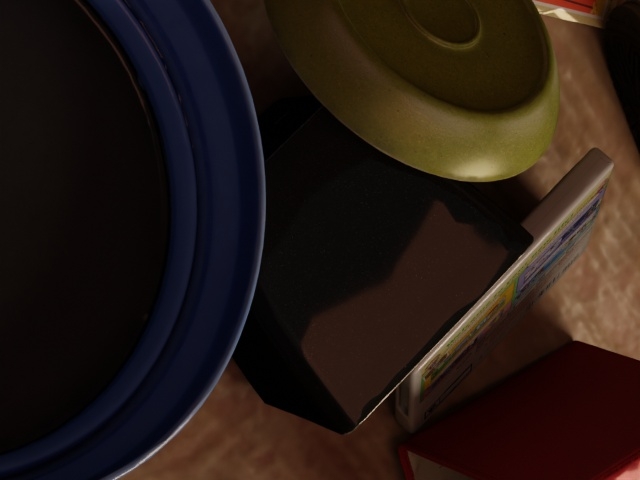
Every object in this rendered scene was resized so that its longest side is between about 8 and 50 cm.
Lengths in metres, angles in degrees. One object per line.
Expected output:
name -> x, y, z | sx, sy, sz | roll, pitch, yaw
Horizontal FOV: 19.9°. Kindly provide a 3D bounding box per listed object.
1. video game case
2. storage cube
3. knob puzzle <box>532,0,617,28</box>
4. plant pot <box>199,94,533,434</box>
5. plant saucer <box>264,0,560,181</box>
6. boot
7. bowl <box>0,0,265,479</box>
video game case -> 0.132, 0.042, 1.359 | 0.023, 0.193, 0.212 | 42, 78, 14
storage cube -> 0.208, 0.214, 1.410 | 0.193, 0.215, 0.183 | -28, 113, -27
knob puzzle -> 0.167, -0.262, 1.376 | 0.213, 0.030, 0.213 | -7, 106, -27
plant pot -> 0.000, 0.000, 1.268 | 0.188, 0.187, 0.167 | -44, 105, -12
plant saucer -> 0.074, -0.149, 1.256 | 0.241, 0.241, 0.037 | 20, 137, -23
boot -> 0.337, -0.155, 1.469 | 0.208, 0.076, 0.189 | -31, 129, -12
bowl -> -0.209, -0.037, 1.051 | 0.391, 0.077, 0.391 | 8, 77, -37
